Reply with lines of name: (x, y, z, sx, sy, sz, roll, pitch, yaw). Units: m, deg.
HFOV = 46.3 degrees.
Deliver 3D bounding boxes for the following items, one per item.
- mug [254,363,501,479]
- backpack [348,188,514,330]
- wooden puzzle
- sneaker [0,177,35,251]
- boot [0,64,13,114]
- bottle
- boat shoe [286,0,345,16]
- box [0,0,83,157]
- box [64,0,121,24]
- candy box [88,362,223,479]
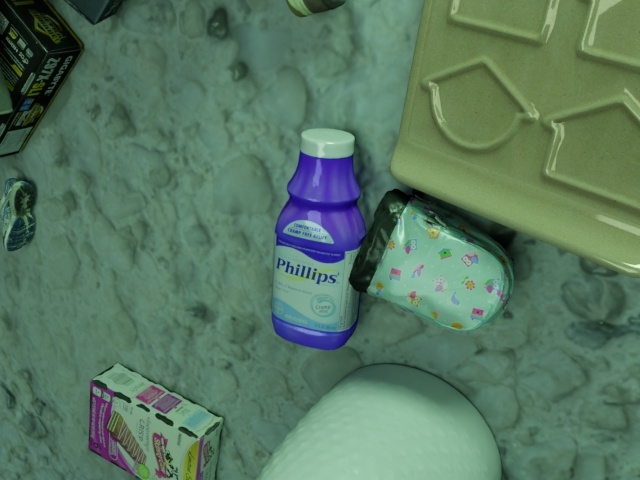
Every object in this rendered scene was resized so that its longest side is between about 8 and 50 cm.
mug: (0.062, 0.395, 0.944, 0.276, 0.328, 0.373, -11, 103, 33)
backpack: (0.136, 0.035, 0.882, 0.182, 0.115, 0.151, 25, 108, 12)
wooden puzzle: (0.244, -0.180, 0.740, 0.322, 0.081, 0.347, 26, 116, 32)
sneaker: (-0.525, -0.046, 1.285, 0.058, 0.052, 0.135, 31, 115, 28)
boot: (-0.472, -0.279, 1.049, 0.190, 0.076, 0.208, 6, 110, 29)
bottle: (0.000, 0.000, 0.965, 0.118, 0.092, 0.282, 13, 115, 19)
boat shoe: (-0.015, -0.369, 0.840, 0.074, 0.080, 0.223, 0, 114, 24)
box: (-0.542, -0.328, 1.160, 0.322, 0.079, 0.257, 50, 127, 4)
box: (-0.302, -0.425, 0.961, 0.183, 0.059, 0.233, 42, 129, -8)
candy box: (-0.286, 0.331, 1.278, 0.234, 0.071, 0.159, 20, 118, 21)
